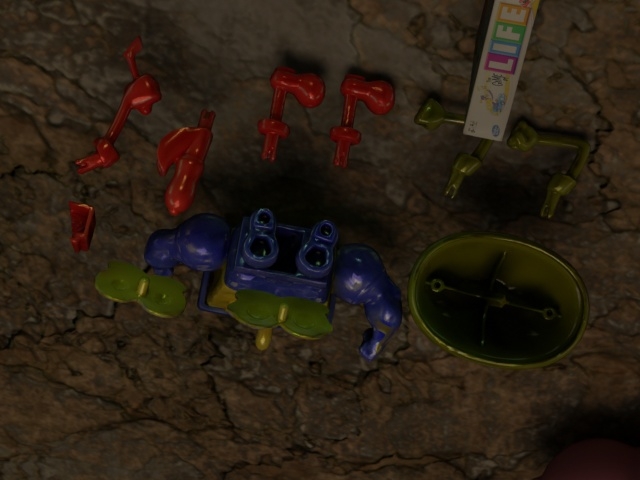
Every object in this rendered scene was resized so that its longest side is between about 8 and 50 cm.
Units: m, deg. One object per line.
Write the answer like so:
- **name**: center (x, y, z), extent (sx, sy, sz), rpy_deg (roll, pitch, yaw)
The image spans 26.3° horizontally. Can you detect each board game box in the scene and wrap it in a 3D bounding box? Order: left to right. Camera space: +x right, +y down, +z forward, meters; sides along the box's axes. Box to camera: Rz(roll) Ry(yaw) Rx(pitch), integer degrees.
- **board game box**: center (0.118, -0.153, 0.837), extent (0.026, 0.103, 0.154), rpy_deg (11, 134, 2)

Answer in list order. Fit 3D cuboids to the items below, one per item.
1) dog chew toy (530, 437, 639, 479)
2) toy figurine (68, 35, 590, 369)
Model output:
- **dog chew toy**: center (0.329, 0.239, 1.111), extent (0.332, 0.206, 0.206), rpy_deg (5, 135, 19)
- **toy figurine**: center (0.000, 0.000, 1.027), extent (0.362, 0.191, 0.217), rpy_deg (9, 165, -6)
